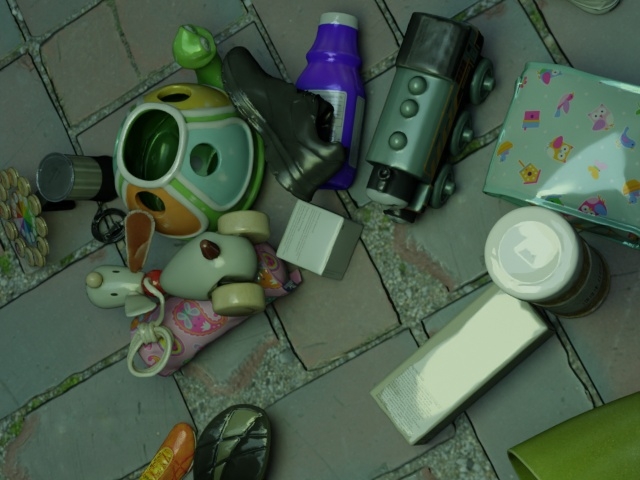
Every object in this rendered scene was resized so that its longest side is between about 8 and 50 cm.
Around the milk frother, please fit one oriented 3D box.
[{"bbox_3d":[-0.401,-0.072,2.094,0.143,0.135,0.129,40,110,22],"label":"milk frother"}]

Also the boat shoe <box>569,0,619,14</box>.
[{"bbox_3d":[0.349,-0.437,1.905,0.258,0.084,0.095,26,91,21],"label":"boat shoe"}]

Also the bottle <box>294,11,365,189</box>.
[{"bbox_3d":[0.013,-0.226,1.991,0.118,0.092,0.283,4,83,27],"label":"bottle"}]

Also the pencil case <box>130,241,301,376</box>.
[{"bbox_3d":[-0.173,0.106,1.998,0.284,0.124,0.124,-34,72,11],"label":"pencil case"}]

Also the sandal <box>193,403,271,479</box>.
[{"bbox_3d":[-0.142,0.403,1.962,0.120,0.086,0.303,11,100,16],"label":"sandal"}]

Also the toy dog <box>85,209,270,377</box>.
[{"bbox_3d":[-0.231,0.048,1.881,0.333,0.161,0.220,-30,62,15],"label":"toy dog"}]

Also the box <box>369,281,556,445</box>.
[{"bbox_3d":[0.215,0.184,1.854,0.275,0.094,0.113,-41,71,10],"label":"box"}]

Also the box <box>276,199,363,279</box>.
[{"bbox_3d":[0.000,0.000,1.956,0.087,0.101,0.102,22,91,21],"label":"box"}]

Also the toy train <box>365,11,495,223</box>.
[{"bbox_3d":[0.158,-0.191,1.880,0.142,0.190,0.334,20,89,22],"label":"toy train"}]

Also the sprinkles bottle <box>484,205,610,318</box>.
[{"bbox_3d":[0.322,0.038,1.696,0.121,0.355,0.121,-3,81,20],"label":"sprinkles bottle"}]

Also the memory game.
[{"bbox_3d":[-0.521,-0.040,2.138,0.186,0.012,0.186,31,132,43],"label":"memory game"}]

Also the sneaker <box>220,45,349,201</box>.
[{"bbox_3d":[-0.051,-0.201,1.920,0.130,0.109,0.286,-37,71,15],"label":"sneaker"}]

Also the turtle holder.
[{"bbox_3d":[-0.206,-0.160,1.989,0.243,0.227,0.320,38,96,22],"label":"turtle holder"}]

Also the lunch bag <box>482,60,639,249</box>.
[{"bbox_3d":[0.388,-0.130,1.806,0.262,0.160,0.223,19,89,16],"label":"lunch bag"}]

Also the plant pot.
[{"bbox_3d":[0.456,0.319,1.676,0.293,0.275,0.275,-34,71,-4],"label":"plant pot"}]

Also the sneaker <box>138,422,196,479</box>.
[{"bbox_3d":[-0.258,0.381,2.011,0.064,0.067,0.175,26,89,23],"label":"sneaker"}]
